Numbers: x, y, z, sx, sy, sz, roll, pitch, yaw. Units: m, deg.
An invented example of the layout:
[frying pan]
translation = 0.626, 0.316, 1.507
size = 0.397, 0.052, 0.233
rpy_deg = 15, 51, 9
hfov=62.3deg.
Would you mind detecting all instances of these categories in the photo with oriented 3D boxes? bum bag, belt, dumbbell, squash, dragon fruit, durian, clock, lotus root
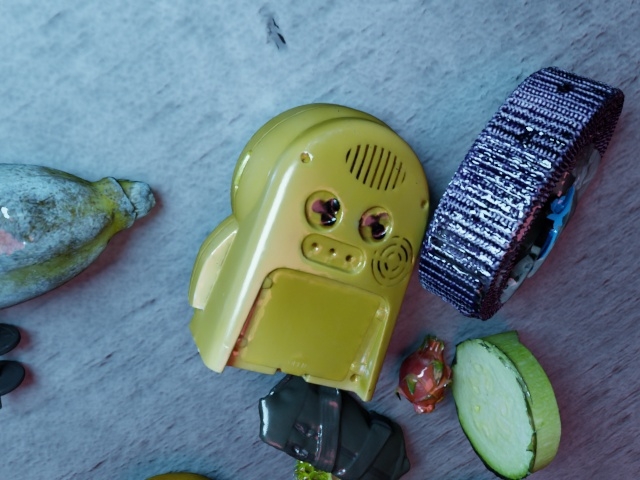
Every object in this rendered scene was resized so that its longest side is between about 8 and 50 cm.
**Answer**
[bum bag]
translation = 0.039, 0.289, 0.803
size = 0.326, 0.079, 0.142
rpy_deg = 40, 54, -32
[belt]
translation = 0.243, -0.056, 0.647
size = 0.325, 0.122, 0.260
rpy_deg = -54, 151, -8
[dumbbell]
translation = -0.397, 0.144, 0.636
size = 0.069, 0.069, 0.147
rpy_deg = 0, 114, -16
[squash]
translation = 0.299, 0.246, 0.803
size = 0.133, 0.220, 0.220
rpy_deg = -8, 116, -9
[dragon fruit]
translation = 0.165, 0.207, 0.826
size = 0.081, 0.086, 0.116
rpy_deg = 18, 104, 17
[durian]
translation = 0.012, 0.386, 0.881
size = 0.100, 0.086, 0.216
rpy_deg = -42, 129, -34
[clock]
translation = 0.000, 0.000, 0.628
size = 0.244, 0.200, 0.317
rpy_deg = 18, 100, -26
[lotus root]
translation = -0.335, -0.004, 0.547
size = 0.321, 0.140, 0.158
rpy_deg = -12, 117, -13

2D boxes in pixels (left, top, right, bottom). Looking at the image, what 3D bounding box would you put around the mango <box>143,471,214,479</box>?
[mango]
translation = -0.186, 0.430, 0.807
size = 0.253, 0.113, 0.138
rpy_deg = 33, 103, -29
